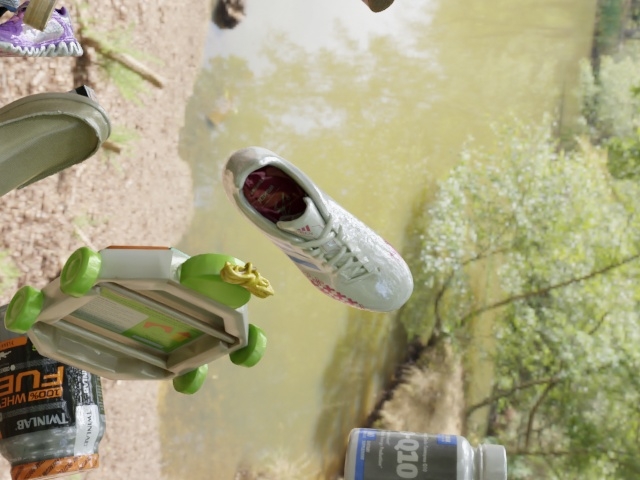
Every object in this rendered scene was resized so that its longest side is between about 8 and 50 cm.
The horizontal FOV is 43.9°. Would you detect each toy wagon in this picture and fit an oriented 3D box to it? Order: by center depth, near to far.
[{"bbox_3d":[-0.189,0.086,0.940,0.267,0.344,0.068,30,45,-37],"label":"toy wagon"}]

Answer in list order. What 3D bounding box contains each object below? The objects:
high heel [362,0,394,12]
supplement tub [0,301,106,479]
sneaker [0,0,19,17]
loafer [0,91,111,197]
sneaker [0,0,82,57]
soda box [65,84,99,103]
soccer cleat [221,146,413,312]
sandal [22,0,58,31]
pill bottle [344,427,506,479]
[{"bbox_3d":[0.057,-0.533,1.158,0.127,0.181,0.377,-21,144,-27],"label":"high heel"},{"bbox_3d":[-0.501,0.273,1.457,0.193,0.193,0.316,32,44,-68],"label":"supplement tub"},{"bbox_3d":[-0.612,-0.427,1.446,0.052,0.135,0.058,-36,120,-79],"label":"sneaker"},{"bbox_3d":[-0.378,-0.097,0.941,0.102,0.268,0.092,75,0,-50],"label":"loafer"},{"bbox_3d":[-0.524,-0.380,1.419,0.236,0.095,0.105,-33,127,-64],"label":"sneaker"},{"bbox_3d":[-0.454,-0.202,1.325,0.060,0.168,0.053,-106,174,-87],"label":"soda box"},{"bbox_3d":[0.000,0.000,1.077,0.116,0.331,0.143,-52,-166,1],"label":"soccer cleat"},{"bbox_3d":[-0.302,-0.341,0.873,0.088,0.079,0.240,-37,-144,51],"label":"sandal"},{"bbox_3d":[0.092,0.210,0.702,0.078,0.137,0.078,2,90,-82],"label":"pill bottle"}]
